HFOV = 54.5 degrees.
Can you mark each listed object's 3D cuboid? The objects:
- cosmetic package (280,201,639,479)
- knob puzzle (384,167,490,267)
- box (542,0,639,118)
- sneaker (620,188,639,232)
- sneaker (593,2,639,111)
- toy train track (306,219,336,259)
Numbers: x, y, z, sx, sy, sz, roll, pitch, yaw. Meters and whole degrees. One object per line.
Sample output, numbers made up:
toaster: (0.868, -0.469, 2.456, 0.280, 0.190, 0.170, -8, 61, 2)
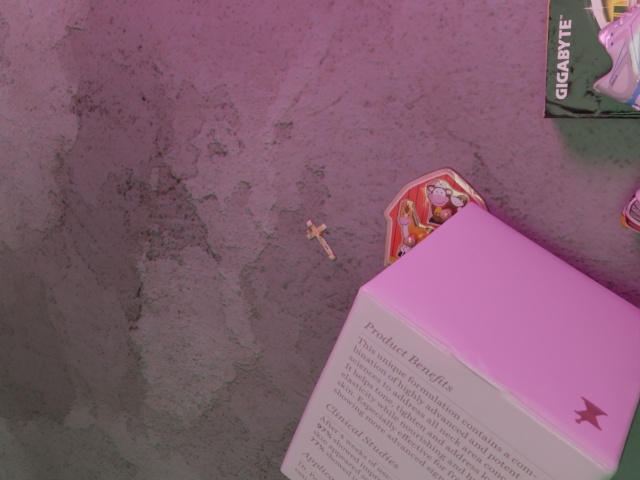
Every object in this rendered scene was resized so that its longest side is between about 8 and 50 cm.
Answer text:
cosmetic package: (0.202, 0.229, 0.886, 0.329, 0.327, 0.394, 36, 129, 19)
knob puzzle: (0.191, -0.023, 1.013, 0.213, 0.030, 0.213, 10, 113, 25)
box: (0.413, -0.312, 0.755, 0.257, 0.079, 0.322, 6, 111, 25)
sneaker: (0.508, 0.008, 0.834, 0.225, 0.088, 0.093, 43, 146, 6)
sneaker: (0.371, -0.251, 0.717, 0.082, 0.071, 0.191, 24, 118, 24)
toy train track: (0.000, 0.000, 1.134, 0.048, 0.014, 0.083, -34, 91, 34)
